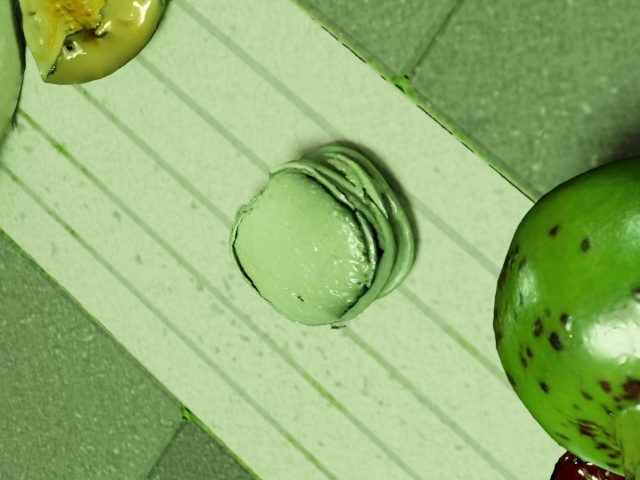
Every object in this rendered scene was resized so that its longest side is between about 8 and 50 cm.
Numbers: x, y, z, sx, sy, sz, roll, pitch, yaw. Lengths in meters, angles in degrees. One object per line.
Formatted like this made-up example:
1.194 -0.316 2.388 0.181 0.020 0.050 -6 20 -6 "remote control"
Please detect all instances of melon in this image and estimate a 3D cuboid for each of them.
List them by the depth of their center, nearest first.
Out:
-0.181 -0.214 0.816 0.128 0.079 0.160 52 129 27 "melon"

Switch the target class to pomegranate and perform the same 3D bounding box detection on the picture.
0.199 0.065 0.585 0.211 0.263 0.211 10 137 9 "pomegranate"

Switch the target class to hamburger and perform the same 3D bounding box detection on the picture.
0.000 0.000 0.790 0.140 0.062 0.133 -33 88 39 "hamburger"

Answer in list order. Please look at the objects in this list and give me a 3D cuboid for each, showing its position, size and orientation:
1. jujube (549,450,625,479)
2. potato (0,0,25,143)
0.236 0.190 0.697 0.166 0.104 0.104 27 121 23 "jujube"
-0.455 -0.184 0.885 0.296 0.290 0.397 31 114 28 "potato"
